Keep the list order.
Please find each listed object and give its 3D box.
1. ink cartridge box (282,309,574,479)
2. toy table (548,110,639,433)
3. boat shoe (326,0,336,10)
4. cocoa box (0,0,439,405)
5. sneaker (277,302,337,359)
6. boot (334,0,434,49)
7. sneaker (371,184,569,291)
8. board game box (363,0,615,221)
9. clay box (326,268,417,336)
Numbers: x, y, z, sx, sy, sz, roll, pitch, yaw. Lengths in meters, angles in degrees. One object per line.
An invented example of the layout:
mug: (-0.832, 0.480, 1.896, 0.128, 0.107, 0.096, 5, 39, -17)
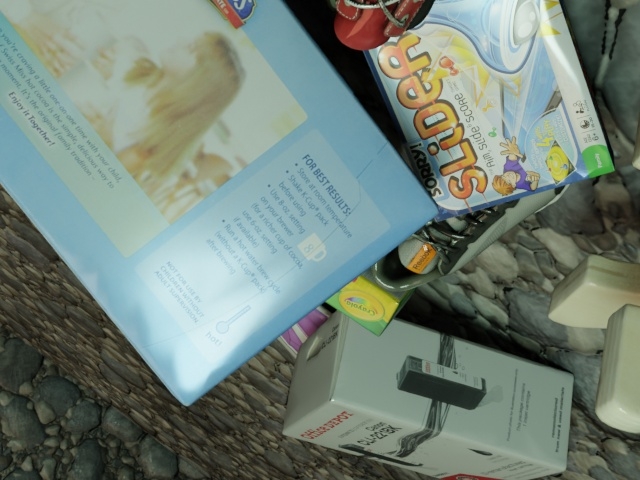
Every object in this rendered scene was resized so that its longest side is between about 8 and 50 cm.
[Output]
ink cartridge box: (0.114, 0.186, 0.946, 0.273, 0.114, 0.197, 19, 153, -10)
toy table: (0.269, 0.017, 0.520, 0.161, 0.252, 0.274, 20, 140, -1)
boat shoe: (0.039, -0.236, 0.581, 0.072, 0.068, 0.190, 16, 156, 14)
cocoa box: (-0.111, -0.095, 0.644, 0.347, 0.231, 0.228, 52, -178, -6)
sneaker: (0.049, 0.148, 1.078, 0.282, 0.102, 0.161, 43, 148, -8)
boot: (0.056, -0.166, 0.414, 0.088, 0.244, 0.176, 25, 112, -5)
sneaker: (0.127, -0.026, 0.725, 0.100, 0.108, 0.271, 40, 148, 1)
board game box: (0.109, -0.122, 0.582, 0.136, 0.035, 0.201, -17, 112, 25)
clay box: (0.000, 0.000, 0.884, 0.222, 0.127, 0.053, 32, 118, 11)
